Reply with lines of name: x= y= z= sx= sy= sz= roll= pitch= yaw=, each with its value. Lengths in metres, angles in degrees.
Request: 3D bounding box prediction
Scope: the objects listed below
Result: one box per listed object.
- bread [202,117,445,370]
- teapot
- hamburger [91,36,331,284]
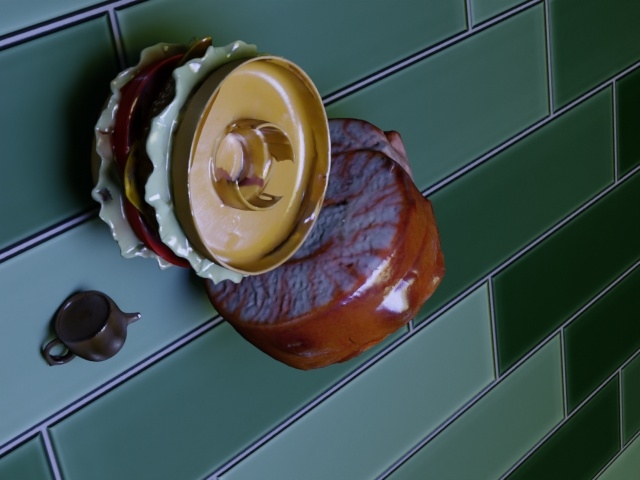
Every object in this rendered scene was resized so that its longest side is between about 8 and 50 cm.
bread: x=-0.002 y=0.003 z=1.356 sx=0.295 sy=0.327 sz=0.114 roll=-30 pitch=133 yaw=12
teapot: x=-0.268 y=0.110 z=1.279 sx=0.121 sy=0.076 sz=0.068 roll=-32 pitch=139 yaw=-4
hamburger: x=-0.139 y=-0.094 z=1.246 sx=0.274 sy=0.212 sz=0.274 roll=-16 pitch=111 yaw=-48
